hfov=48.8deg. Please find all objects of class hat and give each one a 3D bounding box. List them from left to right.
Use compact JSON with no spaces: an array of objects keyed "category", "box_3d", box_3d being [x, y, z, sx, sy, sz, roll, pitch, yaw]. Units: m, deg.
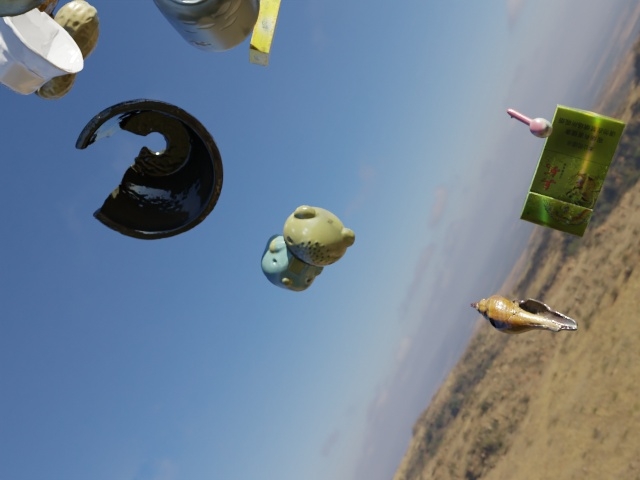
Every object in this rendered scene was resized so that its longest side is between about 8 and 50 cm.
[{"category":"hat","box_3d":[-0.577,-0.365,1.372,0.126,0.203,0.203,-41,-5,15]}]

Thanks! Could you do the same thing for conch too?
[{"category":"conch","box_3d":[0.439,0.169,1.541,0.086,0.232,0.080,-59,-28,-45]}]

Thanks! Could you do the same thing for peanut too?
[{"category":"peanut","box_3d":[-0.695,-0.513,1.918,0.290,0.130,0.130,-56,-10,9]}]

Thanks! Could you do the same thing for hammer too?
[{"category":"hammer","box_3d":[0.347,-0.200,1.180,0.052,0.083,0.031,3,-60,-58]}]

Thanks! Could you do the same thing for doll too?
[{"category":"doll","box_3d":[-0.040,0.017,1.872,0.261,0.177,0.162,-46,19,40]}]

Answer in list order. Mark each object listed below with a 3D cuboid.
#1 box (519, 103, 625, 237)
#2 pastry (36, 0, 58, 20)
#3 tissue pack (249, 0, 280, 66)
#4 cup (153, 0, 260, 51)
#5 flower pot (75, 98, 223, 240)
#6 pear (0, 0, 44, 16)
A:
[{"category":"box","box_3d":[0.641,-0.176,1.810,0.043,0.172,0.312,-49,-26,-65]},{"category":"pastry","box_3d":[-0.788,-0.553,1.574,0.409,0.409,0.245,-38,-52,-67]},{"category":"tissue pack","box_3d":[-0.166,-0.617,2.084,0.095,0.062,0.176,121,161,-78]},{"category":"cup","box_3d":[-0.257,-0.669,1.822,0.274,0.356,0.260,-8,-102,-84]},{"category":"flower pot","box_3d":[-0.434,-0.220,1.870,0.251,0.379,0.380,-104,30,-63]},{"category":"pear","box_3d":[-0.483,-0.458,1.025,0.252,0.307,0.253,-1,-89,-40]}]
